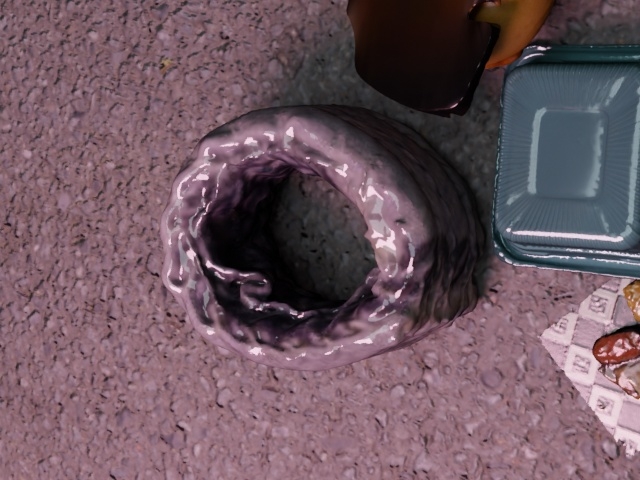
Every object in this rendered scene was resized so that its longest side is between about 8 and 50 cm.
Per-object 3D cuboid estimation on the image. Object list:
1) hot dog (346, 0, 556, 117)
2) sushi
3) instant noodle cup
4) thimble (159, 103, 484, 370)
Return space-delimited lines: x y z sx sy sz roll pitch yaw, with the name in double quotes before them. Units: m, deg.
"hot dog" 0.134 -0.251 0.951 0.194 0.107 0.326 28 101 43
"sushi" 0.245 0.089 0.978 0.126 0.026 0.120 -44 76 24
"instant noodle cup" 0.199 -0.062 0.956 0.157 0.070 0.179 5 92 29
"thimble" 0.000 0.000 1.024 0.245 0.157 0.217 18 104 24
